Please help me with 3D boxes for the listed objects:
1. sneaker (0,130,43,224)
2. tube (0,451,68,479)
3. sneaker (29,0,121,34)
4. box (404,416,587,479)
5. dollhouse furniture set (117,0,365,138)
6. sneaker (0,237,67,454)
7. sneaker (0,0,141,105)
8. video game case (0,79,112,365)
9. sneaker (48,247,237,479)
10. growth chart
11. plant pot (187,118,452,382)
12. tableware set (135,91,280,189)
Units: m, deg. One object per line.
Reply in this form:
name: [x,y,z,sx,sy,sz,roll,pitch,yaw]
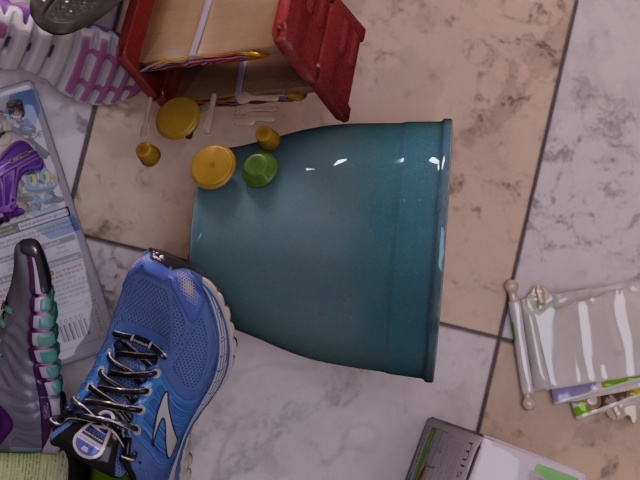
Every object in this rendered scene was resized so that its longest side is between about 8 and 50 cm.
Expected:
sneaker: [-0.345,-0.032,1.663,0.071,0.068,0.170,38,82,-13]
tube: [-0.351,0.243,1.700,0.240,0.062,0.070,7,129,-15]
sneaker: [-0.233,-0.271,1.673,0.087,0.130,0.227,24,53,-4]
box: [0.147,0.333,1.704,0.127,0.231,0.262,21,84,-10]
dollhouse furniture set: [-0.053,-0.309,1.707,0.201,0.152,0.374,-2,61,28]
sneaker: [-0.315,0.112,1.659,0.098,0.083,0.224,-6,91,-6]
sneaker: [-0.286,-0.219,1.705,0.236,0.104,0.095,14,129,-26]
video game case: [-0.412,0.022,1.701,0.329,0.036,0.300,-18,92,-10]
sneaker: [-0.182,0.163,1.615,0.130,0.147,0.330,23,117,21]
growth chart: [0.328,0.124,1.851,0.237,0.021,0.172,-3,90,-11]
plant pot: [0.000,0.000,1.679,0.255,0.271,0.272,5,88,3]
tableware set: [-0.111,-0.096,1.620,0.154,0.024,0.104,0,68,19]
